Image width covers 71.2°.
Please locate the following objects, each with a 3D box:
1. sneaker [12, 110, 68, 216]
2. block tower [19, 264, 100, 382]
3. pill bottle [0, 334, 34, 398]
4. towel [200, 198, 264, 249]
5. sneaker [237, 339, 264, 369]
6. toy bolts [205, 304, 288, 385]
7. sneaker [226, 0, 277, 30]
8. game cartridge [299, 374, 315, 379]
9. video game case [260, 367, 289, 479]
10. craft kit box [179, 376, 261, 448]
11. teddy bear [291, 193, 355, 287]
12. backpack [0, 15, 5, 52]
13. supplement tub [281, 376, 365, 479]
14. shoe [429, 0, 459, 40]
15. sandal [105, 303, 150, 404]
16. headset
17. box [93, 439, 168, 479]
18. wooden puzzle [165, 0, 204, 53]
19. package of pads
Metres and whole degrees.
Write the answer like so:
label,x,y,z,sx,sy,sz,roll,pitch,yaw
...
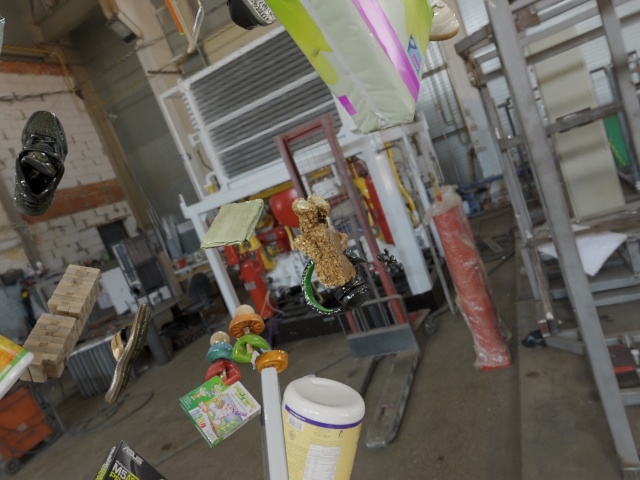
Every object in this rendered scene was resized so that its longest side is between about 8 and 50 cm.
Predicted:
label,x,y,z,sx,sy,sz,roll,pitch,yaw
sneaker,-0.545,-0.172,0.883,0.087,0.227,0.130,16,-27,-36
block tower,-0.709,0.220,1.234,0.091,0.097,0.335,11,41,-10
pill bottle,-0.751,0.233,0.925,0.136,0.246,0.136,-46,17,18
towel,-0.180,-0.037,0.931,0.110,0.027,0.148,-8,36,19
sneaker,-0.279,0.416,1.679,0.075,0.161,0.057,-46,-3,2
toy bolts,-0.228,0.315,1.334,0.229,0.218,0.158,-34,45,16
sneaker,-0.203,-0.586,1.029,0.118,0.222,0.083,11,56,50
game cartridge,-0.052,0.484,1.499,0.083,0.055,0.017,-15,23,-32
video game case,-0.059,0.309,0.589,0.023,0.193,0.212,-4,48,-11
craft kit box,-0.424,0.703,1.896,0.247,0.060,0.250,-26,51,-39
teddy bear,0.000,0.000,1.557,0.113,0.337,0.245,-22,16,32
backpack,-0.560,-0.300,0.630,0.189,0.144,0.166,3,24,-30
supplement tub,-0.016,0.598,1.302,0.241,0.330,0.241,11,4,-1
shoe,0.164,-0.440,0.831,0.076,0.219,0.058,-44,-25,-8
sandal,-0.431,0.241,0.978,0.060,0.219,0.090,17,-16,-5
headset,0.093,0.133,1.650,0.395,0.243,0.185,-22,-18,23
box,-0.568,0.783,1.363,0.060,0.270,0.216,-35,17,8
wooden puzzle,-0.323,-0.570,0.993,0.045,0.238,0.220,-10,45,4
package of pads,0.040,-0.320,0.562,0.101,0.296,0.229,-7,56,36
